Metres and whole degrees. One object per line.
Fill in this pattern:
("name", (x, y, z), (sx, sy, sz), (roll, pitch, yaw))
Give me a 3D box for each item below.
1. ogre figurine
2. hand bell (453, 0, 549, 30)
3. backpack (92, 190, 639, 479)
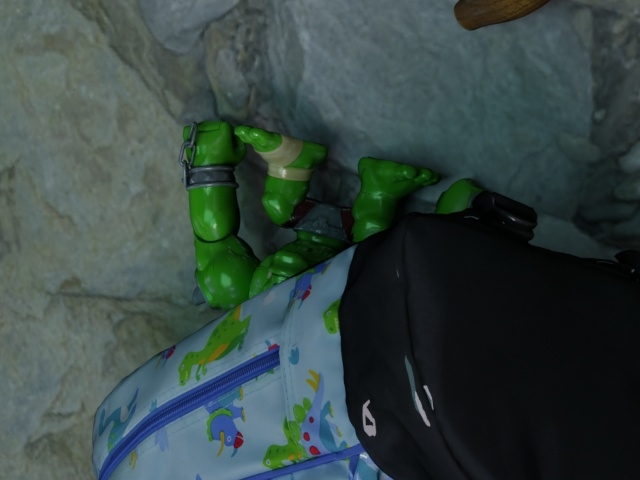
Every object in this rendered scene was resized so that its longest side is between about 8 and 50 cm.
("ogre figurine", (0.000, 0.000, 1.151), (0.197, 0.097, 0.118), (13, 91, -3))
("hand bell", (0.164, -0.177, 1.037), (0.242, 0.126, 0.126), (-31, 80, 43))
("backpack", (0.017, 0.140, 1.048), (0.356, 0.290, 0.273), (-10, 69, 44))
